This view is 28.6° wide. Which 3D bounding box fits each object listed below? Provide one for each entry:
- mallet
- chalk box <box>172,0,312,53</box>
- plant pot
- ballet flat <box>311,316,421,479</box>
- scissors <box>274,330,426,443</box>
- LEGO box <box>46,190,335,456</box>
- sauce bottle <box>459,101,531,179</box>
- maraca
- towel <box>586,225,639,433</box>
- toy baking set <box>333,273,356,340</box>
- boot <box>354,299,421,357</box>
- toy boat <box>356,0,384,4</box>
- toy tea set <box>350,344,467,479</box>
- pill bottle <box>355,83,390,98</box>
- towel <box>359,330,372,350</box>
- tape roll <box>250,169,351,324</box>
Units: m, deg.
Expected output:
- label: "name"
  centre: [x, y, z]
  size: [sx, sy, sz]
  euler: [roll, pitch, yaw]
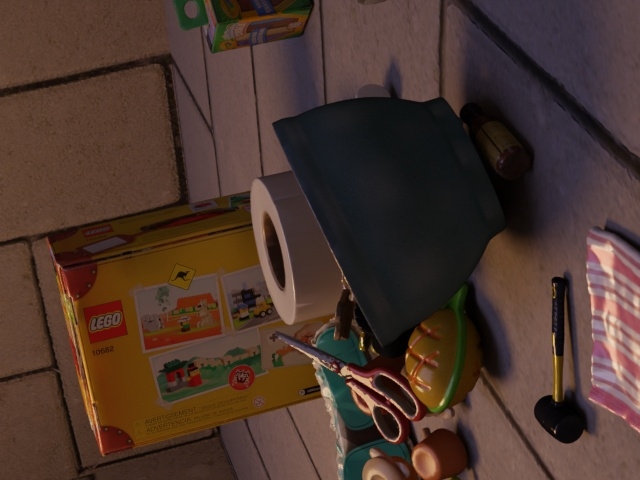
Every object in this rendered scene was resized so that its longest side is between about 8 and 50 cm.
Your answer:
- label: "mallet"
  centre: [0.266, 0.135, 1.380]
  size: [0.062, 0.039, 0.190]
  euler: [-125, 29, -60]
- label: "chalk box"
  centre: [-0.139, -0.407, 2.117]
  size: [0.132, 0.213, 0.132]
  euler: [126, 129, -72]
- label: "plant pot"
  centre: [0.094, -0.050, 1.464]
  size: [0.293, 0.196, 0.293]
  euler: [63, -178, -4]
- label: "ballet flat"
  centre: [0.093, 0.325, 2.120]
  size: [0.147, 0.147, 0.409]
  euler: [133, 126, -74]
- label: "scissors"
  centre: [0.042, 0.186, 1.858]
  size: [0.297, 0.021, 0.109]
  euler: [41, 131, 31]
- label: "LEGO box"
  centre: [-0.207, 0.131, 2.287]
  size: [0.193, 0.500, 0.373]
  euler: [-137, 37, -66]
- label: "sauce bottle"
  centre: [0.194, -0.116, 1.414]
  size: [0.128, 0.042, 0.042]
  euler: [-116, 19, -50]
- label: "maraca"
  centre: [0.166, 0.136, 1.659]
  size: [0.127, 0.099, 0.186]
  euler: [139, 143, -63]
- label: "towel"
  centre: [0.299, 0.097, 1.211]
  size: [0.144, 0.029, 0.197]
  euler: [-136, 35, -65]
- label: "toy baking set"
  centre: [0.054, 0.030, 1.808]
  size: [0.197, 0.030, 0.256]
  euler: [-56, -26, -78]
- label: "boot"
  centre: [0.108, 0.034, 1.757]
  size: [0.207, 0.094, 0.247]
  euler: [55, -134, -76]
- label: "toy boat"
  centre: [0.093, -0.403, 1.323]
  size: [0.267, 0.148, 0.318]
  euler: [-122, 24, -53]
- label: "toy tea set"
  centre: [0.160, 0.306, 1.879]
  size: [0.200, 0.124, 0.336]
  euler: [5, 106, 45]
- label: "pill bottle"
  centre: [0.070, -0.167, 1.808]
  size: [0.120, 0.067, 0.067]
  euler: [97, 156, -54]
- label: "towel"
  centre: [0.085, 0.044, 1.883]
  size: [0.102, 0.021, 0.237]
  euler: [-68, -15, -60]
- label: "tape roll"
  centre: [0.000, 0.000, 2.033]
  size: [0.246, 0.169, 0.246]
  euler: [167, 90, -76]
